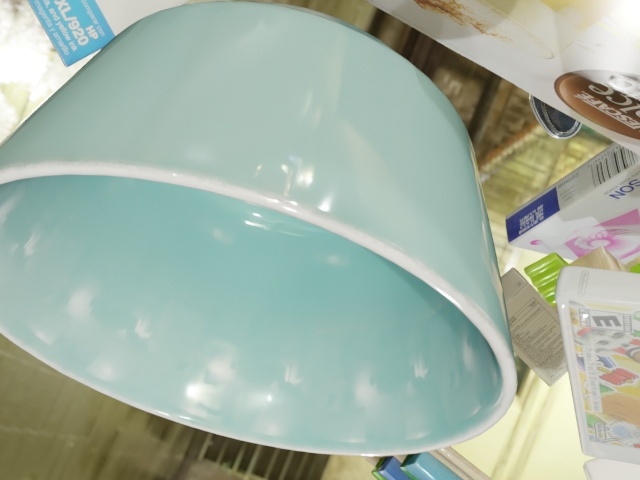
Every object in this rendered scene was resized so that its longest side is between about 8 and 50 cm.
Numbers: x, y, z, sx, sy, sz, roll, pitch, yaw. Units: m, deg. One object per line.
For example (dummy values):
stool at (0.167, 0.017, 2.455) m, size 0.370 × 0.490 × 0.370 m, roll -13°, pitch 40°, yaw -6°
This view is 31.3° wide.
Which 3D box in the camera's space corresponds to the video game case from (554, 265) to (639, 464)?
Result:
video game case at (0.251, 0.092, 0.673) m, size 0.227 × 0.206 × 0.026 m, roll 65°, pitch 37°, yaw -53°

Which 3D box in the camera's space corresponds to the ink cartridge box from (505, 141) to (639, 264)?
ink cartridge box at (0.527, -0.051, 1.851) m, size 0.324 × 0.330 × 0.071 m, roll -40°, pitch -135°, yaw 50°

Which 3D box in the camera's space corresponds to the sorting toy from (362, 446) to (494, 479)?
sorting toy at (0.121, 0.236, 1.031) m, size 0.038 × 0.208 × 0.193 m, roll -57°, pitch -177°, yaw -20°

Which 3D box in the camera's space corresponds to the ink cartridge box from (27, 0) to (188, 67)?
ink cartridge box at (-0.172, -0.294, 1.021) m, size 0.233 × 0.168 × 0.171 m, roll -30°, pitch -156°, yaw -5°

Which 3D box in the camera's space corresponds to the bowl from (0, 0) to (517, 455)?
bowl at (-0.036, -0.015, 0.638) m, size 0.311 × 0.312 × 0.163 m, roll 105°, pitch 0°, yaw -62°

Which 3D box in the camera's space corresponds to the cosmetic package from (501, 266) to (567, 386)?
cosmetic package at (0.211, 0.087, 1.141) m, size 0.060 × 0.115 × 0.041 m, roll -42°, pitch -153°, yaw 5°

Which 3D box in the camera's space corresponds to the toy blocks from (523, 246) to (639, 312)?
toy blocks at (0.438, 0.182, 1.544) m, size 0.191 × 0.381 × 0.260 m, roll -30°, pitch -126°, yaw 22°

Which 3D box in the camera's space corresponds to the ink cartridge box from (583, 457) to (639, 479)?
ink cartridge box at (0.439, 0.259, 1.273) m, size 0.283 × 0.207 × 0.117 m, roll 12°, pitch 57°, yaw -62°

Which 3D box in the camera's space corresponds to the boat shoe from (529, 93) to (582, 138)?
boat shoe at (0.274, -0.184, 1.310) m, size 0.083 × 0.065 × 0.183 m, roll -97°, pitch 172°, yaw -58°

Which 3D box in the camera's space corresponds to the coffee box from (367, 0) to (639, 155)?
coffee box at (0.264, -0.286, 0.808) m, size 0.334 × 0.338 × 0.338 m, roll -5°, pitch -118°, yaw 66°
